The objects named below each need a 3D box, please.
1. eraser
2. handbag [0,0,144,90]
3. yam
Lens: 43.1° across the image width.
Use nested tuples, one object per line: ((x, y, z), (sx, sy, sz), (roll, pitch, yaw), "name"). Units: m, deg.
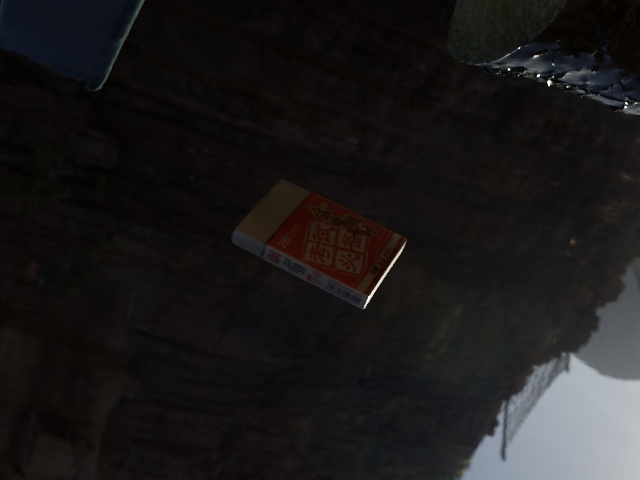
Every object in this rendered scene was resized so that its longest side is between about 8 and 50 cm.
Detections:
((0.000, 0.000, 1.257), (0.230, 0.038, 0.157), (27, -136, 11), "eraser")
((-0.206, -0.156, 0.266), (0.327, 0.089, 0.238), (9, 161, -25), "handbag")
((0.399, -0.320, 1.219), (0.348, 0.240, 0.241), (13, -166, -23), "yam")
